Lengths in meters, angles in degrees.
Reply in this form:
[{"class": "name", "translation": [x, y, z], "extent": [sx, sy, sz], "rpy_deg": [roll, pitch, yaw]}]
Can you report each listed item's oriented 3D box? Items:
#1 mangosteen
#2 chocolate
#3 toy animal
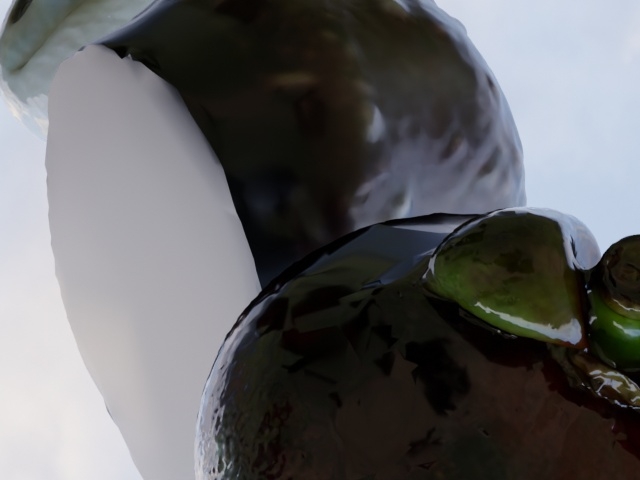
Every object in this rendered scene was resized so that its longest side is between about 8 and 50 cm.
[{"class": "mangosteen", "translation": [0.057, 0.077, 0.734], "extent": [0.216, 0.216, 0.216], "rpy_deg": [-11, -133, 12]}, {"class": "chocolate", "translation": [0.000, 0.000, 1.024], "extent": [0.210, 0.340, 0.225], "rpy_deg": [-25, -129, -25]}, {"class": "toy animal", "translation": [-0.092, -0.165, 1.444], "extent": [0.289, 0.249, 0.174], "rpy_deg": [-27, -100, 24]}]
